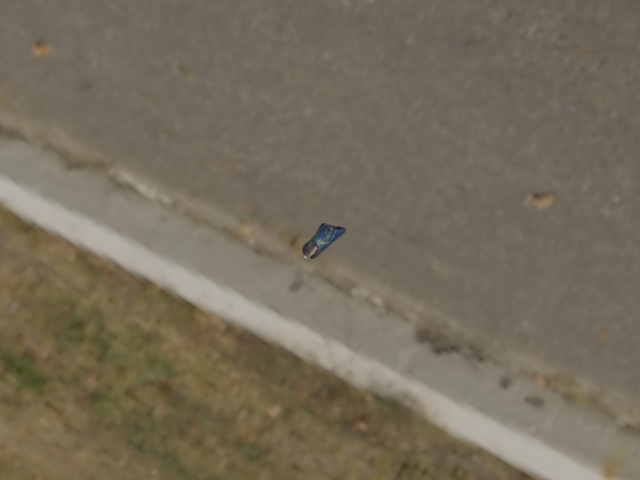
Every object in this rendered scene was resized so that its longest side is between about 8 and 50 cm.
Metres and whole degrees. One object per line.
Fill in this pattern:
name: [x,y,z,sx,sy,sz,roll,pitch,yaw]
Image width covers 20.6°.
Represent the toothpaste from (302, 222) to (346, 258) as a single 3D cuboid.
toothpaste: [0.000,0.000,1.744,0.027,0.019,0.083,13,156,-18]
